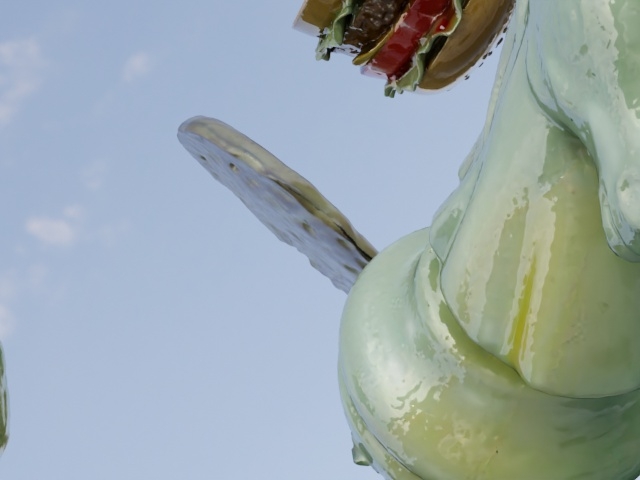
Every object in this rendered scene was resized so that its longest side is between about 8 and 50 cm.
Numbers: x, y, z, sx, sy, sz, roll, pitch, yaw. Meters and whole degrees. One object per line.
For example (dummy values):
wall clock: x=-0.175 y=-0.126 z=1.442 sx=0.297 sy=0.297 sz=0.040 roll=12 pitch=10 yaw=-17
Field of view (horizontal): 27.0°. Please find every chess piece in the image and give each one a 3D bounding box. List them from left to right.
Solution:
chess piece: x=0.109 y=-0.015 z=0.582 sx=0.176 sy=0.176 sz=0.298 roll=-30 pitch=-32 yaw=-34

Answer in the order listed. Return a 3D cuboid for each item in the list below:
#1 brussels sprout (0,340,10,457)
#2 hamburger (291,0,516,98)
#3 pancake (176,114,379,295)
brussels sprout: x=-0.232 y=0.108 z=0.682 sx=0.149 sy=0.151 sz=0.122 roll=-7 pitch=-82 yaw=-7
hamburger: x=0.114 y=-0.284 z=1.429 sx=0.274 sy=0.212 sz=0.274 roll=-62 pitch=6 yaw=11
pancake: x=0.000 y=0.000 z=0.854 sx=0.029 sy=0.212 sz=0.235 roll=-50 pitch=-50 yaw=-5
